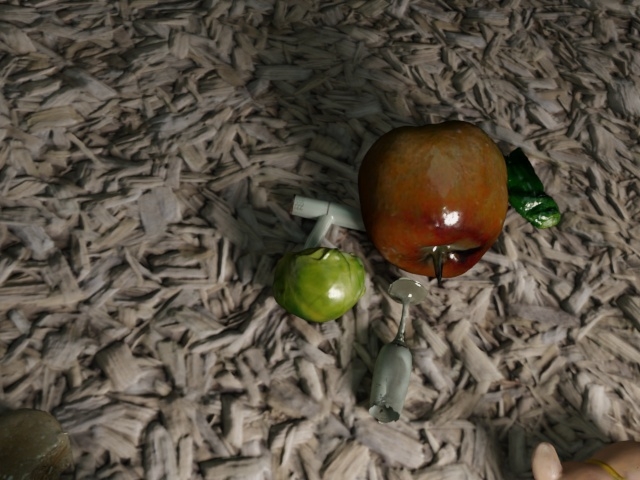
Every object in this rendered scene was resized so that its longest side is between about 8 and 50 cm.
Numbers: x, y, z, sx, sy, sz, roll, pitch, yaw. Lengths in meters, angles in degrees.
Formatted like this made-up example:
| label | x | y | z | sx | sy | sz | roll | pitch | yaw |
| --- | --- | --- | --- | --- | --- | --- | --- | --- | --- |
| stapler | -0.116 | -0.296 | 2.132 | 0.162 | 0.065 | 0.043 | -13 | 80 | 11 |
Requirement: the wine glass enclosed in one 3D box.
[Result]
| label | x | y | z | sx | sy | sz | roll | pitch | yaw |
| --- | --- | --- | --- | --- | --- | --- | --- | --- | --- |
| wine glass | 0.125 | 0.185 | 1.402 | 0.074 | 0.074 | 0.262 | 14 | 50 | 2 |

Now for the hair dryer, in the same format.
| label | x | y | z | sx | sy | sz | roll | pitch | yaw |
| --- | --- | --- | --- | --- | --- | --- | --- | --- | --- |
| hair dryer | 0.008 | 0.003 | 1.561 | 0.155 | 0.044 | 0.183 | 11 | 54 | 1 |

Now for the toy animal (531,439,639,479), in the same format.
| label | x | y | z | sx | sy | sz | roll | pitch | yaw |
| --- | --- | --- | --- | --- | --- | --- | --- | --- | --- |
| toy animal | 0.427 | 0.380 | 1.246 | 0.248 | 0.149 | 0.165 | -5 | 35 | -29 |

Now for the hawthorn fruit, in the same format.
| label | x | y | z | sx | sy | sz | roll | pitch | yaw |
| --- | --- | --- | --- | --- | --- | --- | --- | --- | --- |
| hawthorn fruit | 0.199 | -0.058 | 1.505 | 0.268 | 0.268 | 0.300 | 4 | 69 | -7 |

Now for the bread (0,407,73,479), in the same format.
| label | x | y | z | sx | sy | sz | roll | pitch | yaw |
| --- | --- | --- | --- | --- | --- | --- | --- | --- | --- |
| bread | -0.488 | 0.355 | 1.120 | 0.183 | 0.102 | 0.337 | 24 | 49 | 10 |

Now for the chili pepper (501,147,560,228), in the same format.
| label | x | y | z | sx | sy | sz | roll | pitch | yaw |
| --- | --- | --- | --- | --- | --- | --- | --- | --- | --- |
| chili pepper | 0.406 | -0.117 | 1.718 | 0.098 | 0.061 | 0.224 | -15 | 55 | -13 |

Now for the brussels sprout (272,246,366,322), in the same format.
| label | x | y | z | sx | sy | sz | roll | pitch | yaw |
| --- | --- | --- | --- | --- | --- | --- | --- | --- | --- |
| brussels sprout | 0.000 | 0.080 | 1.435 | 0.149 | 0.151 | 0.122 | 17 | 75 | -29 |
